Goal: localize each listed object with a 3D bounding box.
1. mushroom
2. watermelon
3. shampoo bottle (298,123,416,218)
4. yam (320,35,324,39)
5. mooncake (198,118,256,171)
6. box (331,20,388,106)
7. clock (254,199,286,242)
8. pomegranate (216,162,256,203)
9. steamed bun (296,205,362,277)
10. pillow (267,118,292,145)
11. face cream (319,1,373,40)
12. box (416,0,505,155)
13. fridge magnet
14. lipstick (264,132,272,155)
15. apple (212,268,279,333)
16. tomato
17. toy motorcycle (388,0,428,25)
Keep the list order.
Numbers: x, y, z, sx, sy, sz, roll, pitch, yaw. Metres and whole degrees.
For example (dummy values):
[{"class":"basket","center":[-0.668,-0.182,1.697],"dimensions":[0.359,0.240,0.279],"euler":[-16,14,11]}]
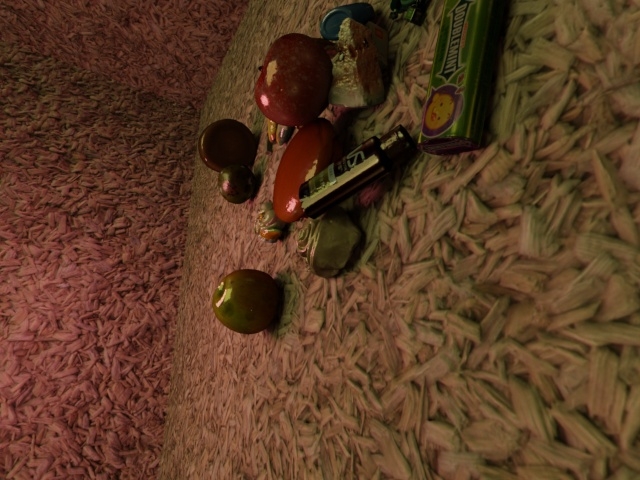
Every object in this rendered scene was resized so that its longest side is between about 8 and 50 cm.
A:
[{"class":"mushroom","center":[-0.027,-0.608,1.500],"dimensions":[0.301,0.233,0.207],"euler":[70,-165,-48]},{"class":"watermelon","center":[0.102,-0.496,1.136],"dimensions":[0.154,0.095,0.240],"euler":[17,124,38]},{"class":"shampoo bottle","center":[0.088,-0.179,1.042],"dimensions":[0.323,0.084,0.129],"euler":[-29,44,28]},{"class":"yam","center":[0.000,-0.787,1.611],"dimensions":[0.129,0.027,0.033],"euler":[-66,-9,23]},{"class":"mooncake","center":[-0.491,-0.488,2.095],"dimensions":[0.156,0.285,0.283],"euler":[24,100,63]},{"class":"box","center":[0.101,-0.549,1.279],"dimensions":[0.269,0.079,0.134],"euler":[-20,62,57]},{"class":"clock","center":[-0.199,-0.075,1.592],"dimensions":[0.231,0.104,0.144],"euler":[-135,54,-59]},{"class":"pomegranate","center":[-0.428,-0.286,1.979],"dimensions":[0.248,0.202,0.201],"euler":[23,99,37]},{"class":"steamed bun","center":[-0.001,0.002,1.163],"dimensions":[0.211,0.145,0.217],"euler":[-60,32,29]},{"class":"pillow","center":[-0.175,-0.530,1.773],"dimensions":[0.233,0.086,0.213],"euler":[39,123,56]},{"class":"face cream","center":[0.094,-0.682,1.238],"dimensions":[0.149,0.083,0.264],"euler":[-11,26,29]},{"class":"box","center":[0.293,-0.361,0.841],"dimensions":[0.134,0.097,0.344],"euler":[7,84,59]},{"class":"fridge magnet","center":[-0.050,-0.228,1.321],"dimensions":[0.364,0.155,0.363],"euler":[-42,39,47]},{"class":"lipstick","center":[-0.251,-0.470,1.922],"dimensions":[0.030,0.030,0.129],"euler":[-38,47,49]},{"class":"apple","center":[-0.279,0.220,1.483],"dimensions":[0.246,0.227,0.245],"euler":[-35,46,49]},{"class":"tomato","center":[-0.073,-0.479,1.235],"dimensions":[0.270,0.227,0.270],"euler":[-60,5,8]},{"class":"toy motorcycle","center":[0.238,-0.658,1.108],"dimensions":[0.100,0.058,0.173],"euler":[-67,32,28]}]
